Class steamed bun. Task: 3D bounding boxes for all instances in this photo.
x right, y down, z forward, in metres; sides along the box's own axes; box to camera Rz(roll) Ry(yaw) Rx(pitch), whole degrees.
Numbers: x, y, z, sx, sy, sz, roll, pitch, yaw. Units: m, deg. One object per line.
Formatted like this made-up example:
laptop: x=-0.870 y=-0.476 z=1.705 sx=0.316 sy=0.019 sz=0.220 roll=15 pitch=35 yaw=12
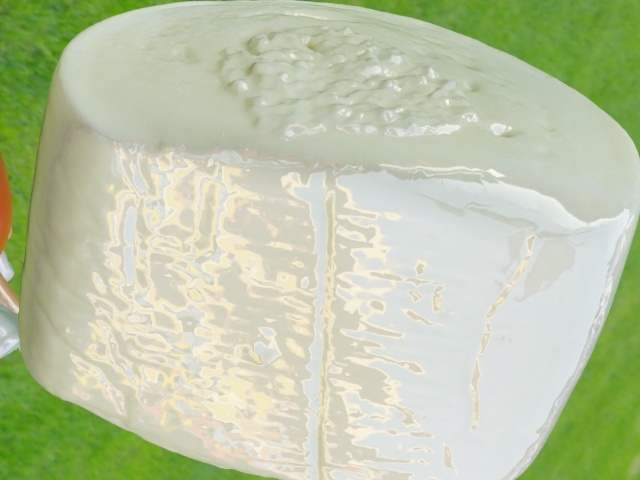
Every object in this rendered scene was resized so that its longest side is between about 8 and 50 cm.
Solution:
steamed bun: x=0.000 y=0.000 z=0.539 sx=0.155 sy=0.250 sz=0.200 roll=-71 pitch=173 yaw=-52

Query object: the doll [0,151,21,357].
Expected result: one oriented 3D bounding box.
doll: x=-0.243 y=-0.022 z=0.796 sx=0.085 sy=0.217 sz=0.183 roll=-24 pitch=178 yaw=-3
